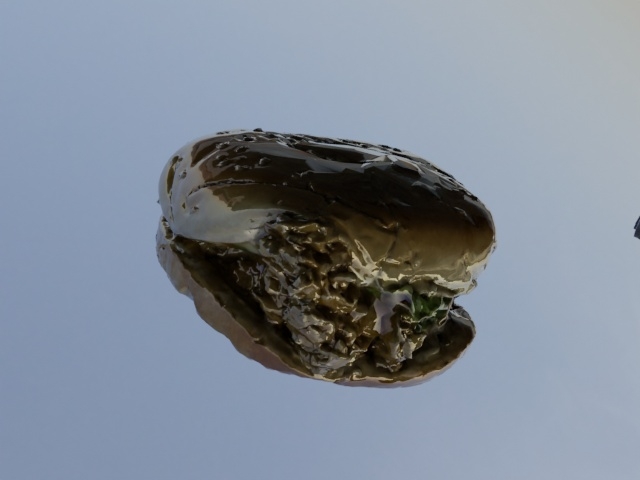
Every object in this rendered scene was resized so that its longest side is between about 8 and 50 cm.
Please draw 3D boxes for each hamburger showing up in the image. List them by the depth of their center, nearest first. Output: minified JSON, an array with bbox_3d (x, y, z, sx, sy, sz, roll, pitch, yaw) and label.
[{"bbox_3d":[0.000,0.000,0.893,0.243,0.146,0.286,19,-161,15],"label":"hamburger"}]

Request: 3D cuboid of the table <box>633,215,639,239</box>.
[{"bbox_3d":[0.449,-0.074,1.043,0.282,0.196,0.250,26,-125,15],"label":"table"}]
